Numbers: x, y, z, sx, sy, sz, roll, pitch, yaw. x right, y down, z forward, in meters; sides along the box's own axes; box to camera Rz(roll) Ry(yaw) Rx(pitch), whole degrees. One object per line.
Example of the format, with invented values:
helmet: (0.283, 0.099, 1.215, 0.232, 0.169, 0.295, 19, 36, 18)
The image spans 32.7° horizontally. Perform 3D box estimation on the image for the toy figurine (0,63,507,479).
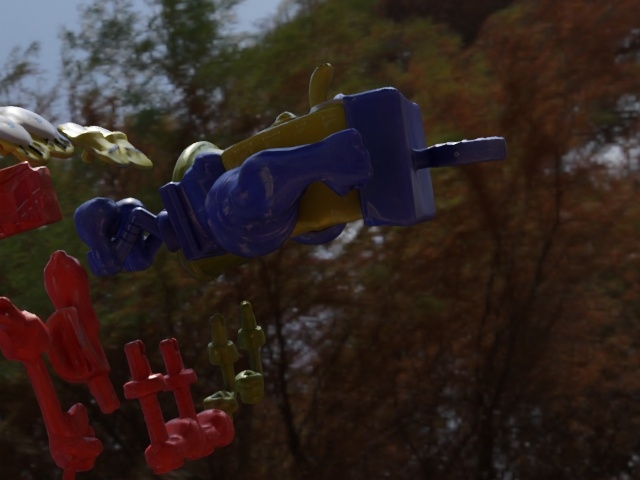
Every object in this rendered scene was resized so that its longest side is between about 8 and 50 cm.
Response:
toy figurine: (0.000, 0.000, 0.582, 0.362, 0.217, 0.191, -3, -103, -78)
